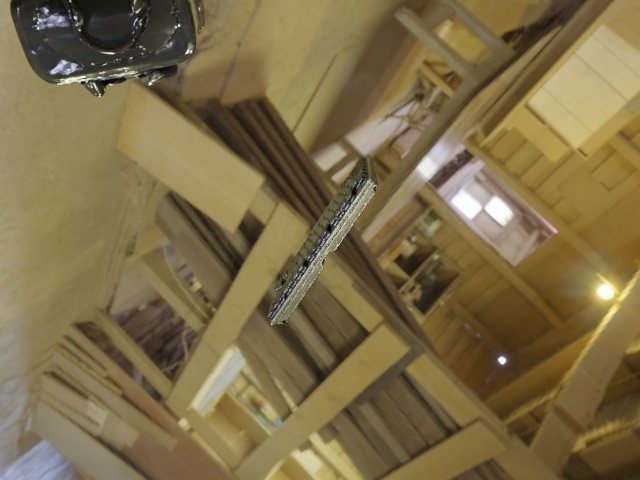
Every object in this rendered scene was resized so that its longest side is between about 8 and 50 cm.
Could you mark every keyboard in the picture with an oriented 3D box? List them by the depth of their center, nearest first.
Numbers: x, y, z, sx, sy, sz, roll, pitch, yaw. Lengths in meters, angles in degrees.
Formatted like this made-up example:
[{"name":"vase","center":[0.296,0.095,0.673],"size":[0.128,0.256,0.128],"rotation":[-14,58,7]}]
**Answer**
[{"name":"keyboard","center":[0.000,0.000,0.470],"size":[0.129,0.015,0.049],"rotation":[-56,-163,23]}]

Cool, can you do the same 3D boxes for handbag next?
[{"name":"handbag","center":[-0.293,-0.312,0.962],"size":[0.254,0.181,0.181],"rotation":[-10,-149,2]}]
